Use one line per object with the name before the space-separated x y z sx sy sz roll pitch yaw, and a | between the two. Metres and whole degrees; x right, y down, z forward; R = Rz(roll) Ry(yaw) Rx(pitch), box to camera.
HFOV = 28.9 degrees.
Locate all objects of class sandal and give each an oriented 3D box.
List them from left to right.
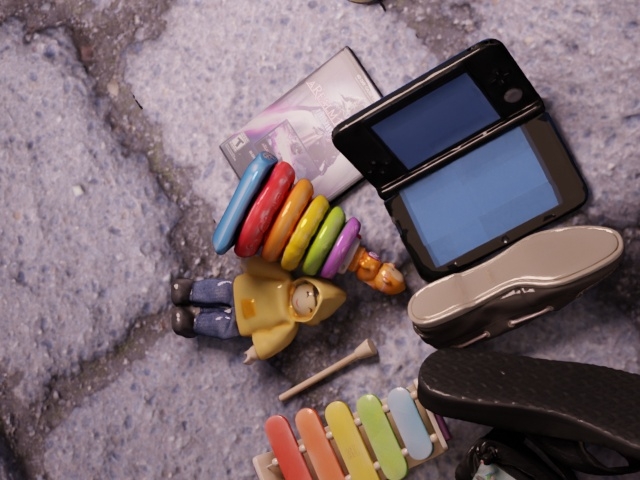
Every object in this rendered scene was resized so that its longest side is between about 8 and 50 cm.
sandal | 0.357 0.254 1.775 0.445 0.167 0.107 12 124 22

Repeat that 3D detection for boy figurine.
boy figurine | -0.097 0.111 1.986 0.285 0.092 0.177 -2 82 25

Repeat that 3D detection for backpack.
backpack | 0.292 0.361 1.793 0.182 0.152 0.115 38 116 17

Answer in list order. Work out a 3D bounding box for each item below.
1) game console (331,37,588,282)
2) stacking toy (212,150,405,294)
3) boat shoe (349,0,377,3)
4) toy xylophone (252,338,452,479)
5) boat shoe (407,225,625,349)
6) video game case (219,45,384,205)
game console | 0.206 -0.113 1.844 0.293 0.250 0.173 -29 49 17
stacking toy | 0.000 0.000 1.920 0.301 0.175 0.166 28 100 2
boat shoe | 0.118 -0.539 1.927 0.132 0.130 0.355 28 96 21
toy xylophone | 0.040 0.301 1.920 0.322 0.081 0.236 -37 73 15
boat shoe | 0.295 0.073 1.842 0.335 0.095 0.112 -21 43 15
video game case | -0.011 -0.155 2.007 0.274 0.026 0.196 -37 74 16
